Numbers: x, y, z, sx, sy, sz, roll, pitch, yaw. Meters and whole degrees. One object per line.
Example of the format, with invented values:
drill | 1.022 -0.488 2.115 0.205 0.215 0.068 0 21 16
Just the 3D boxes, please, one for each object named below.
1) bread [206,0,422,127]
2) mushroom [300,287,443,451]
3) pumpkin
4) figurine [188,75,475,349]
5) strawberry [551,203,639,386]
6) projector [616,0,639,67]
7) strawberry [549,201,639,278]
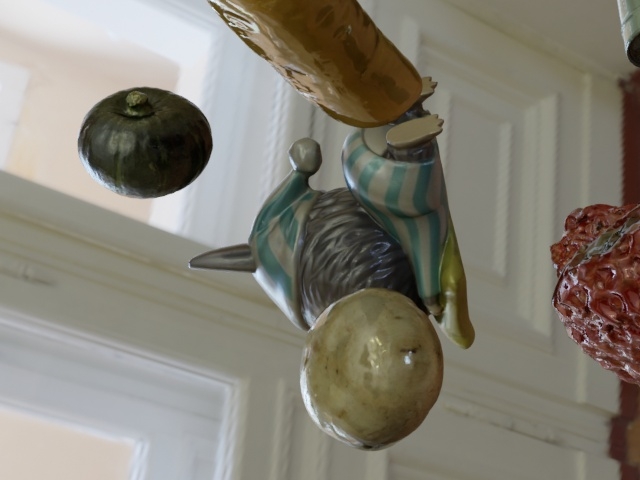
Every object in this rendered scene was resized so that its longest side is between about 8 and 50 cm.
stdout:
bread | -0.010 -0.204 1.136 0.142 0.305 0.091 22 81 38
mushroom | 0.054 0.128 1.143 0.166 0.127 0.166 -9 77 45
pumpkin | -0.217 -0.123 1.403 0.167 0.167 0.125 -100 29 -46
figurine | 0.000 0.000 1.522 0.266 0.378 0.361 -97 -5 -54
strawberry | 0.388 0.028 0.936 0.310 0.292 0.291 30 99 29
projector | 0.456 -0.401 1.581 0.108 0.108 0.337 -36 46 46
strawberry | 0.354 0.034 1.263 0.201 0.184 0.186 33 134 32
